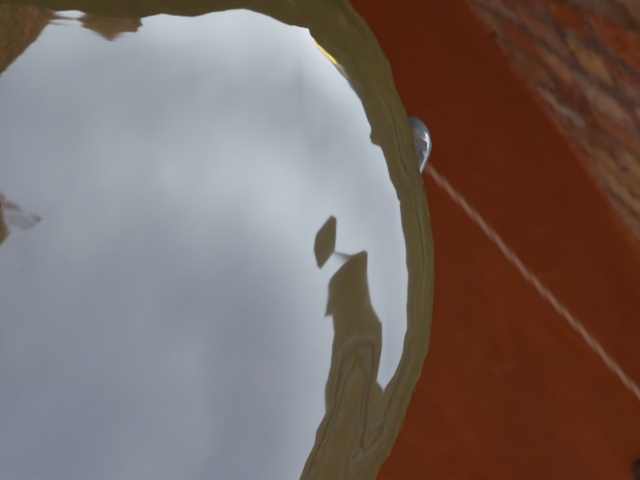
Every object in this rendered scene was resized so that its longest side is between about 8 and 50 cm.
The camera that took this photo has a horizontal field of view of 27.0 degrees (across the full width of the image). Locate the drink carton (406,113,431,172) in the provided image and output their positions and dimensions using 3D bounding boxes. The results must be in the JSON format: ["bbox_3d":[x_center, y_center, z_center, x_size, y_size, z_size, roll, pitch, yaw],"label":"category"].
[{"bbox_3d":[0.000,0.000,1.143,0.189,0.191,0.185,-100,-154,-56],"label":"drink carton"}]

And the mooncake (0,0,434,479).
[{"bbox_3d":[-0.170,0.047,0.603,0.262,0.467,0.467,27,-124,35],"label":"mooncake"}]
